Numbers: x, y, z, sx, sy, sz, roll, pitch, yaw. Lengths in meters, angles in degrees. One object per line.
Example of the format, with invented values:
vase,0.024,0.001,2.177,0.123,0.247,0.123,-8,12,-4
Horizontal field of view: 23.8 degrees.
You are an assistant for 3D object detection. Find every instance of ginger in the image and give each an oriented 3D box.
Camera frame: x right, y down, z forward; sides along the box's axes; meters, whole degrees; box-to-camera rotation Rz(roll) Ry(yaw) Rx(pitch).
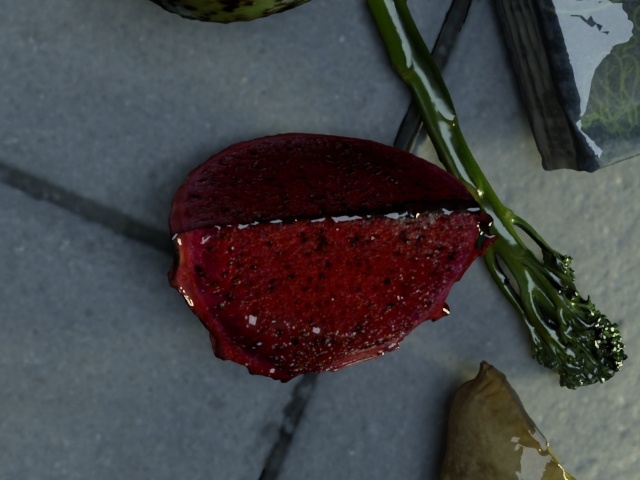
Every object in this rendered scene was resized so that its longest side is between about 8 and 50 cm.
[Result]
ginger,0.168,0.276,1.294,0.189,0.126,0.354,-6,93,-7

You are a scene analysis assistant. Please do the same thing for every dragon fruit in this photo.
dragon fruit,0.000,0.000,1.210,0.261,0.163,0.189,-5,62,-13

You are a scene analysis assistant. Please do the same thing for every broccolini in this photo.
broccolini,0.155,-0.048,1.299,0.078,0.074,0.392,-21,102,27

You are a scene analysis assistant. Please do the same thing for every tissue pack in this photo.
tissue pack,0.275,-0.284,1.280,0.288,0.124,0.394,-20,100,-17

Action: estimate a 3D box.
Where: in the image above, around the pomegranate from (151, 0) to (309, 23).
pomegranate,-0.115,-0.295,1.110,0.340,0.285,0.285,0,95,13
